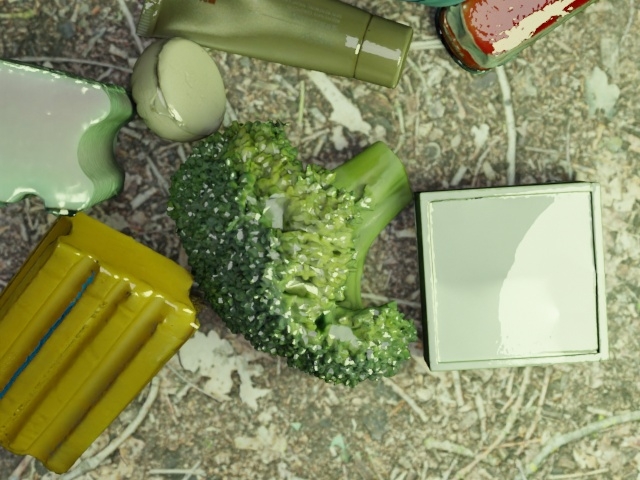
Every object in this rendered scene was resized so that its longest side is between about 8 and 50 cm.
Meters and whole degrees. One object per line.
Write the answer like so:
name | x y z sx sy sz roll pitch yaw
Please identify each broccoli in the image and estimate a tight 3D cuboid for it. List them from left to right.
broccoli | -0.010 0.007 1.813 0.302 0.249 0.375 -38 89 4

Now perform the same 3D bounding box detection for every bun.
bun | -0.191 -0.184 1.866 0.094 0.138 0.138 -15 95 36

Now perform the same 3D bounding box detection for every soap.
soap | -0.362 -0.130 1.695 0.261 0.446 0.156 13 95 -2
soap | -0.313 0.130 1.816 0.204 0.096 0.324 31 118 -20

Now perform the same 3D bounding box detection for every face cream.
face cream | -0.056 -0.278 1.881 0.341 0.084 0.137 18 96 5

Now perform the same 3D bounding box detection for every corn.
corn | -0.187 0.080 1.924 0.083 0.028 0.027 9 99 2

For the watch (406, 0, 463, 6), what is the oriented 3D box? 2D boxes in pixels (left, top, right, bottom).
watch | 0.117 -0.367 1.793 0.193 0.211 0.211 37 93 23

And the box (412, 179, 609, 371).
box | 0.238 0.041 1.886 0.225 0.117 0.225 -3 94 0

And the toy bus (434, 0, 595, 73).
toy bus | 0.272 -0.314 1.859 0.265 0.120 0.121 -33 97 3
